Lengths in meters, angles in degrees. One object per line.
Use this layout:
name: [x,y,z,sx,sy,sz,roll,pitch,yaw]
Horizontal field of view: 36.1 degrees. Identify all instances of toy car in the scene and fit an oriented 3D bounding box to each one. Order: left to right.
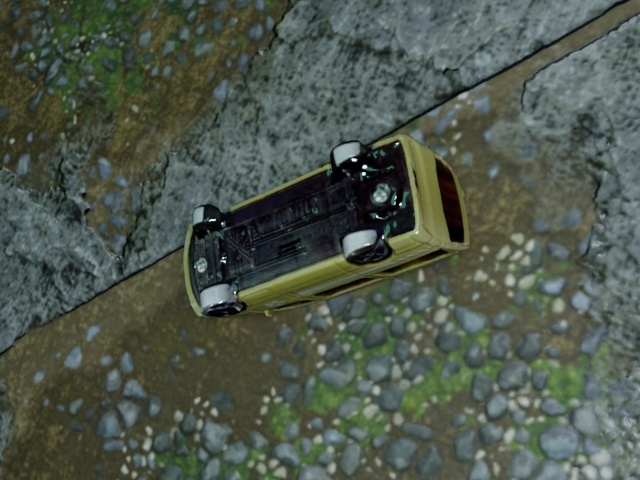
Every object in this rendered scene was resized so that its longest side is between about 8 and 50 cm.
toy car: [0.000,0.000,0.866,0.256,0.124,0.101,-21,66,33]
